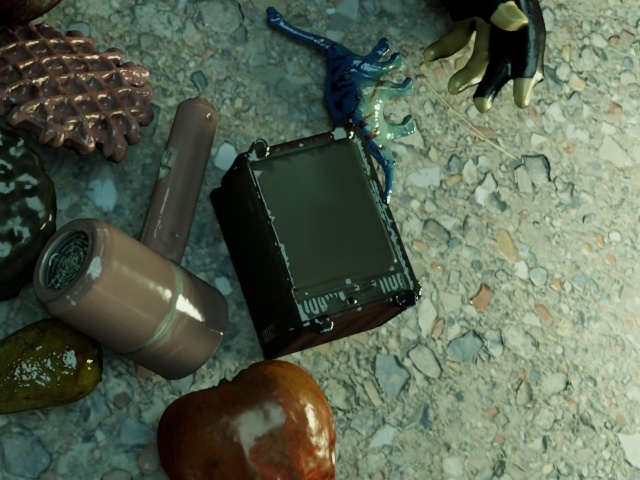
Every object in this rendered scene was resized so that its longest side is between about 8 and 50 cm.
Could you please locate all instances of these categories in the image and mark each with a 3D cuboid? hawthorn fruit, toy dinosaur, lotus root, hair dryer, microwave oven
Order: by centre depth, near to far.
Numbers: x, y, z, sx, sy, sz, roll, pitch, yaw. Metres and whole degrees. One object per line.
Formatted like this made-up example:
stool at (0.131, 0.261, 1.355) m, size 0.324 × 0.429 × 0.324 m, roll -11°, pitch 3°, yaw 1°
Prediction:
lotus root at (-0.345, 0.157, 1.795) m, size 0.190 × 0.094 × 0.108 m, roll -21°, pitch 48°, yaw -16°
hawthorn fruit at (-0.066, 0.269, 1.799) m, size 0.207 × 0.207 × 0.243 m, roll -26°, pitch 87°, yaw -23°
hair dryer at (-0.200, -0.034, 1.840) m, size 0.210 × 0.125 × 0.352 m, roll 35°, pitch 57°, yaw -39°
microwave oven at (-0.002, 0.001, 1.904) m, size 0.188 × 0.178 × 0.247 m, roll -15°, pitch 79°, yaw -19°
toy dinosaur at (0.062, -0.197, 2.041) m, size 0.144 × 0.076 × 0.329 m, roll -26°, pitch 80°, yaw -16°

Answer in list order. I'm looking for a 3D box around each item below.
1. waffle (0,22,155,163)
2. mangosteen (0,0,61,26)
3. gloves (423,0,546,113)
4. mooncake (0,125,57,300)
waffle at (-0.308, -0.185, 1.880) m, size 0.221 × 0.055 × 0.234 m, roll 22°, pitch 37°, yaw -11°
mangosteen at (-0.422, -0.377, 1.833) m, size 0.311 × 0.311 × 0.311 m, roll 5°, pitch 72°, yaw -16°
gloves at (0.213, -0.311, 2.057) m, size 0.152 × 0.197 × 0.301 m, roll -7°, pitch 75°, yaw -9°
mooncake at (-0.418, -0.037, 1.811) m, size 0.228 × 0.124 × 0.228 m, roll 5°, pitch 72°, yaw -15°
